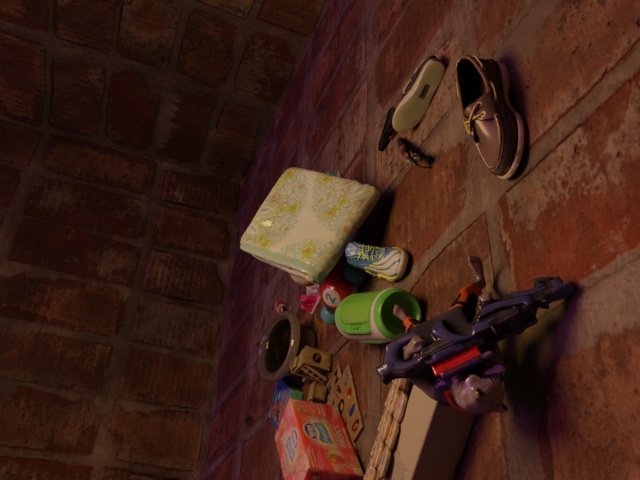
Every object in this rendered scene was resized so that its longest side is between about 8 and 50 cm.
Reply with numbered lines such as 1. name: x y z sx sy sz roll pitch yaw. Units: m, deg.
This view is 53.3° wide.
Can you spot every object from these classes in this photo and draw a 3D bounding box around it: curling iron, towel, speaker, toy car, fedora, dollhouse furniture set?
1. curling iron: 0.239 -0.239 1.720 0.274 0.068 0.035 -108 34 -70
2. towel: -0.045 -0.057 1.859 0.374 0.090 0.321 20 72 45
3. speaker: 0.135 0.187 1.576 0.296 0.131 0.131 157 126 -69
4. toy car: -0.011 0.104 1.921 0.210 0.237 0.219 -98 27 -51
5. fedora: -0.102 0.371 2.194 0.275 0.124 0.244 -40 40 49
6. dollhouse furniture set: -0.054 0.442 1.987 0.182 0.101 0.161 126 159 -52

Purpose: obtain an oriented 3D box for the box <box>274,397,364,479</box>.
1. box: -0.012 0.560 1.660 0.300 0.154 0.142 -120 46 -68

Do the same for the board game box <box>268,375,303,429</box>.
1. board game box: -0.123 0.575 2.230 0.210 0.047 0.160 -167 91 -74

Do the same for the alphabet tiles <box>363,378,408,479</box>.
1. alphabet tiles: 0.143 0.398 1.377 0.278 0.021 0.284 69 -143 -84

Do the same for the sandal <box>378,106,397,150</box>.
1. sandal: 0.211 -0.335 1.924 0.179 0.040 0.067 104 177 -60

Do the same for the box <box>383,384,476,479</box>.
1. box: 0.214 0.370 1.220 0.113 0.094 0.275 -135 61 -71

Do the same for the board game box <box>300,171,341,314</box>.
1. board game box: 0.000 0.000 2.300 0.390 0.050 0.390 -100 29 -54

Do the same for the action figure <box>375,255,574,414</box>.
1. action figure: 0.274 0.166 1.105 0.341 0.179 0.330 -24 26 14

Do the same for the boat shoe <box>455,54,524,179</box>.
1. boat shoe: 0.341 -0.262 1.319 0.117 0.096 0.325 125 153 -50

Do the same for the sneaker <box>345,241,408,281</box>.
1. sneaker: 0.135 0.052 1.680 0.240 0.126 0.091 171 112 -73

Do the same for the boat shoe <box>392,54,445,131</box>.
1. boat shoe: 0.263 -0.398 1.738 0.219 0.077 0.070 -58 24 26

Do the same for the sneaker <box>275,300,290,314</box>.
1. sneaker: -0.152 0.271 2.583 0.118 0.042 0.067 -109 32 -49

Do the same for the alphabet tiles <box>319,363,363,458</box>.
1. alphabet tiles: 0.045 0.527 1.788 0.343 0.011 0.285 -101 31 -56
